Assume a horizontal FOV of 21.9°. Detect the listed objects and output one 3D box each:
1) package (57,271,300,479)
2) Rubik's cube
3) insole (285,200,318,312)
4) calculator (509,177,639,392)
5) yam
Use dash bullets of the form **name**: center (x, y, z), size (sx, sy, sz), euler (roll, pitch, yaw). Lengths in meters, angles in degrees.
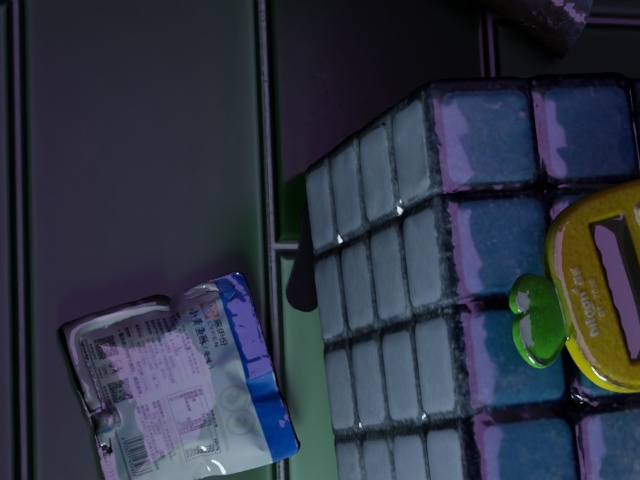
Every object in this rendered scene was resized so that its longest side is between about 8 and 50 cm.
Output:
- **package**: center (-0.119, 0.128, 1.419), size (0.173, 0.027, 0.171), euler (-16, 83, -19)
- **Rubik's cube**: center (0.201, 0.060, 1.357), size (0.337, 0.344, 0.344), euler (-5, 83, -17)
- **insole**: center (0.000, 0.000, 1.487), size (0.045, 0.002, 0.135), euler (19, 76, -13)
- **calculator**: center (0.235, 0.029, 1.176), size (0.235, 0.032, 0.146), euler (-15, 87, -19)
- **yam**: center (0.178, -0.243, 1.545), size (0.169, 0.068, 0.068), euler (33, 74, -10)
